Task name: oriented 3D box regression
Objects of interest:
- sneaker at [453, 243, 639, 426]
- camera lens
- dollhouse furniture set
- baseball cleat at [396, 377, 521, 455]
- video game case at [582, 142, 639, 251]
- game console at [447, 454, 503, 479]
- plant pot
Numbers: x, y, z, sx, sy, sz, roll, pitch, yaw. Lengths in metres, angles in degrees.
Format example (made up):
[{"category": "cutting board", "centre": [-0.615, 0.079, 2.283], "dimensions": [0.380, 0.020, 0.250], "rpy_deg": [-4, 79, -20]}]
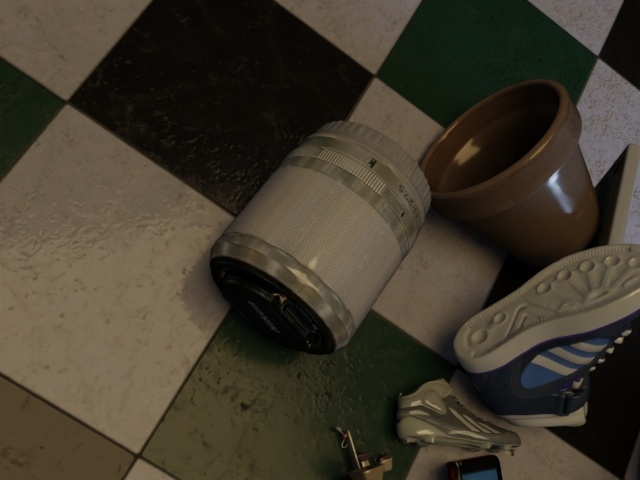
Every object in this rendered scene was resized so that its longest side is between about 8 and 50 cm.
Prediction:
[{"category": "sneaker", "centre": [0.378, 0.161, 1.071], "dimensions": [0.236, 0.322, 0.130], "rpy_deg": [50, 18, -31]}, {"category": "camera lens", "centre": [0.000, 0.000, 0.992], "dimensions": [0.219, 0.219, 0.274], "rpy_deg": [40, 66, -7]}, {"category": "dollhouse furniture set", "centre": [0.065, 0.288, 1.000], "dimensions": [0.091, 0.114, 0.081], "rpy_deg": [-13, 76, -21]}, {"category": "baseball cleat", "centre": [0.211, 0.263, 1.085], "dimensions": [0.206, 0.072, 0.109], "rpy_deg": [12, 65, -22]}, {"category": "video game case", "centre": [0.457, -0.013, 1.183], "dimensions": [0.026, 0.206, 0.227], "rpy_deg": [18, 69, 7]}, {"category": "game console", "centre": [0.237, 0.394, 1.055], "dimensions": [0.085, 0.124, 0.144], "rpy_deg": [-8, 77, 4]}, {"category": "plant pot", "centre": [0.324, -0.086, 1.144], "dimensions": [0.229, 0.263, 0.263], "rpy_deg": [45, 64, -23]}]
